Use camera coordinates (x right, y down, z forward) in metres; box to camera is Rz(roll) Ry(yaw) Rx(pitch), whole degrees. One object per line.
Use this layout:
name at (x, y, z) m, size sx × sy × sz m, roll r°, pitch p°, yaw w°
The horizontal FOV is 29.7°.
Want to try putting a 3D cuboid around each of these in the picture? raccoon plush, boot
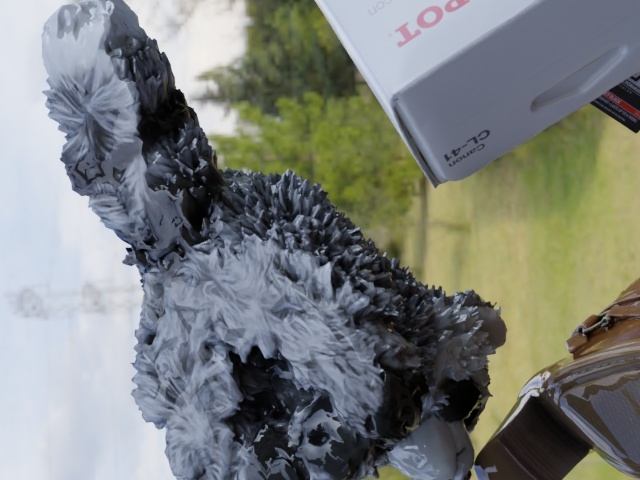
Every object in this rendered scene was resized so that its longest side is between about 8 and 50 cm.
raccoon plush at (0.000, 0.000, 0.941) m, size 0.299 × 0.216 × 0.446 m, roll -23°, pitch -82°, yaw -62°
boot at (0.256, 0.093, 0.931) m, size 0.109 × 0.220 × 0.283 m, roll 45°, pitch 145°, yaw 7°

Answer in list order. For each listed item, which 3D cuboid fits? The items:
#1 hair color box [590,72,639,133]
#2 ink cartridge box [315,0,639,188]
hair color box at (0.233, -0.153, 0.841) m, size 0.141 × 0.072 × 0.043 m, roll -55°, pitch 22°, yaw 19°
ink cartridge box at (0.086, -0.225, 0.795) m, size 0.306 × 0.226 × 0.131 m, roll 61°, pitch -173°, yaw 32°
